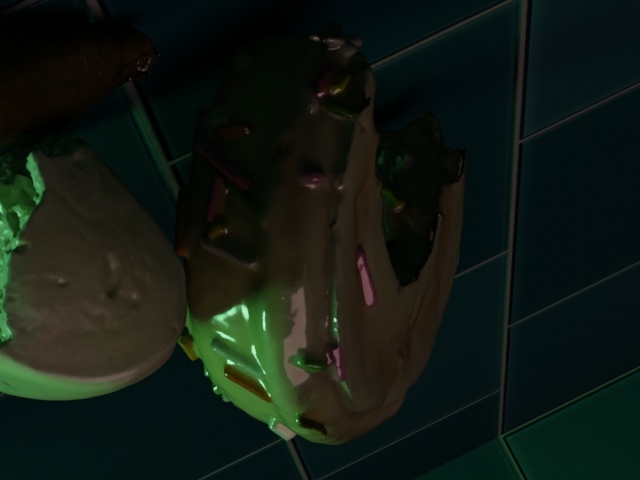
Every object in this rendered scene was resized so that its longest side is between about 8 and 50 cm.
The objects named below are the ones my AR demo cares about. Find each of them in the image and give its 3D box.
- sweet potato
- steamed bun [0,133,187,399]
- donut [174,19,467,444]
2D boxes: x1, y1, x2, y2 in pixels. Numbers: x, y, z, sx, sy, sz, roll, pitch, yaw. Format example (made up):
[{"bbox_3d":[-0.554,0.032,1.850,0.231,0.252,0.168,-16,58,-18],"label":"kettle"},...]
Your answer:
[{"bbox_3d":[-0.206,-0.105,1.122,0.112,0.085,0.285,-44,156,29],"label":"sweet potato"},{"bbox_3d":[-0.192,0.023,1.214,0.170,0.200,0.225,-36,-179,-11],"label":"steamed bun"},{"bbox_3d":[0.001,0.008,1.423,0.150,0.307,0.371,7,172,20],"label":"donut"}]
